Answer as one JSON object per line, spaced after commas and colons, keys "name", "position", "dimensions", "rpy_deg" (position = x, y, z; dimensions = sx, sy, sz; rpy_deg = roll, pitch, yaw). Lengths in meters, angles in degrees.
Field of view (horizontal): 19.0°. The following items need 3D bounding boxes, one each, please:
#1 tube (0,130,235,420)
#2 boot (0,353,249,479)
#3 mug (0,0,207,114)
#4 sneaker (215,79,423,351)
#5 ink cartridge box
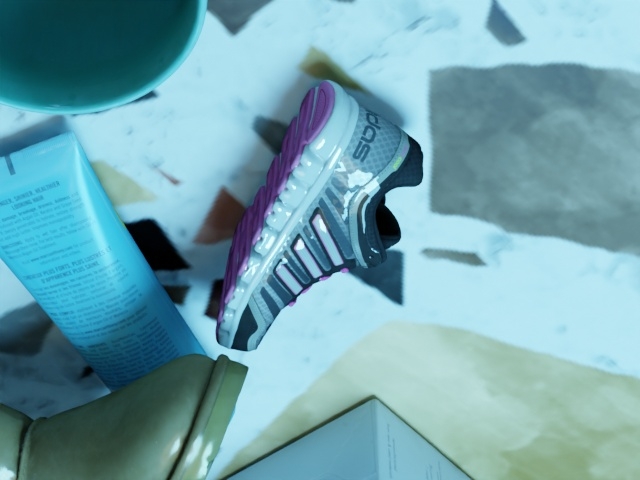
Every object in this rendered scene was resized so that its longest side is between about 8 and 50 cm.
{"name": "tube", "position": [-0.115, 0.031, 1.013], "dimensions": [0.080, 0.052, 0.207], "rpy_deg": [-22, 127, 13]}
{"name": "boot", "position": [-0.201, 0.086, 0.993], "dimensions": [0.269, 0.089, 0.236], "rpy_deg": [28, 132, -12]}
{"name": "mug", "position": [-0.124, -0.138, 0.819], "dimensions": [0.158, 0.097, 0.129], "rpy_deg": [23, 128, -22]}
{"name": "sneaker", "position": [0.000, 0.000, 0.976], "dimensions": [0.075, 0.063, 0.170], "rpy_deg": [20, 124, -12]}
{"name": "ink cartridge box", "position": [0.052, 0.209, 1.164], "dimensions": [0.134, 0.078, 0.231], "rpy_deg": [-30, 127, 24]}
